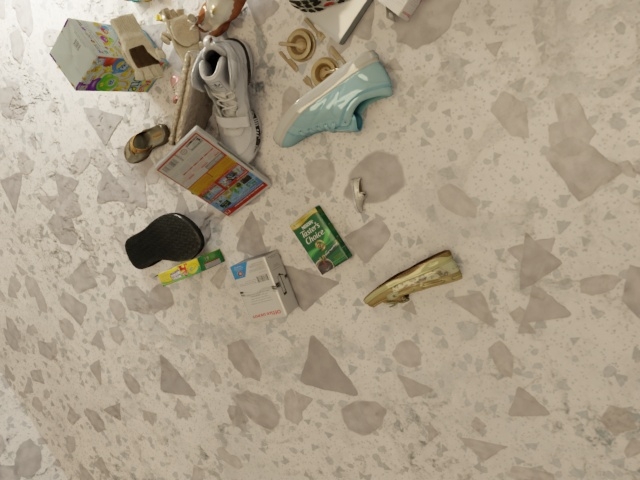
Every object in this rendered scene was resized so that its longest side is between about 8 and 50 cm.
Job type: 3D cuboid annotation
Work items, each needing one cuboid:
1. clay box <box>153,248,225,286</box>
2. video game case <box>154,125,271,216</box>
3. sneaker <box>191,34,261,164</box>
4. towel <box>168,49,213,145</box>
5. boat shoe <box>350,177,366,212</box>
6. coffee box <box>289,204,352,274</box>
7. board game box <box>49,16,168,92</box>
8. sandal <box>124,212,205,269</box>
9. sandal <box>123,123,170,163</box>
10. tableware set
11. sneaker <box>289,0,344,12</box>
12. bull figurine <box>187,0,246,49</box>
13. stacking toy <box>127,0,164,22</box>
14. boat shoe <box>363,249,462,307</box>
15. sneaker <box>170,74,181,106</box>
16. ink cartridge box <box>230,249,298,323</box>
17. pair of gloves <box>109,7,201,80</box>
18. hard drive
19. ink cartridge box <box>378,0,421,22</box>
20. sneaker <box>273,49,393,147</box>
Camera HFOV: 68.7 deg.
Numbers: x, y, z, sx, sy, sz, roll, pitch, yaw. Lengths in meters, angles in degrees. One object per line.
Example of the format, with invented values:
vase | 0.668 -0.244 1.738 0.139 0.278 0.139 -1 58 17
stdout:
clay box | -0.452 0.097 1.605 0.222 0.127 0.053 -21 94 29
video game case | -0.321 -0.198 1.415 0.204 0.025 0.285 -32 130 29
sneaker | -0.267 -0.388 1.322 0.137 0.210 0.366 1 104 12
towel | -0.367 -0.415 1.383 0.049 0.187 0.282 20 113 3
boat shoe | 0.111 -0.128 1.324 0.035 0.035 0.100 -7 95 30
coffee box | 0.000 0.000 1.409 0.113 0.040 0.184 -33 89 29
board game box | -0.634 -0.553 1.425 0.142 0.275 0.144 -39 86 30
sandal | -0.537 -0.005 1.645 0.445 0.107 0.168 -11 101 41
sandal | -0.603 -0.330 1.596 0.219 0.060 0.090 -17 96 28
tableware set | -0.025 -0.497 1.282 0.128 0.039 0.194 -43 84 29
sneaker | 0.002 -0.630 1.184 0.169 0.068 0.071 -6 86 19
bull figurine | -0.255 -0.662 1.259 0.101 0.188 0.310 34 137 -12
stacking toy | -0.558 -0.760 1.459 0.221 0.052 0.167 4 105 26
boat shoe | 0.246 0.127 1.289 0.285 0.104 0.089 -32 86 28
sneaker | -0.446 -0.467 1.477 0.051 0.070 0.134 -34 87 31
ink cartridge box | -0.180 0.150 1.512 0.148 0.086 0.203 -16 97 29
pair of gloves | -0.465 -0.580 1.378 0.042 0.240 0.204 -8 103 63
hard drive | 0.001 -0.692 1.214 0.307 0.040 0.203 44 118 8
ink cartridge box | 0.195 -0.602 1.116 0.090 0.092 0.143 42 117 10
sneaker | 0.030 -0.332 1.249 0.366 0.135 0.150 -33 85 30
